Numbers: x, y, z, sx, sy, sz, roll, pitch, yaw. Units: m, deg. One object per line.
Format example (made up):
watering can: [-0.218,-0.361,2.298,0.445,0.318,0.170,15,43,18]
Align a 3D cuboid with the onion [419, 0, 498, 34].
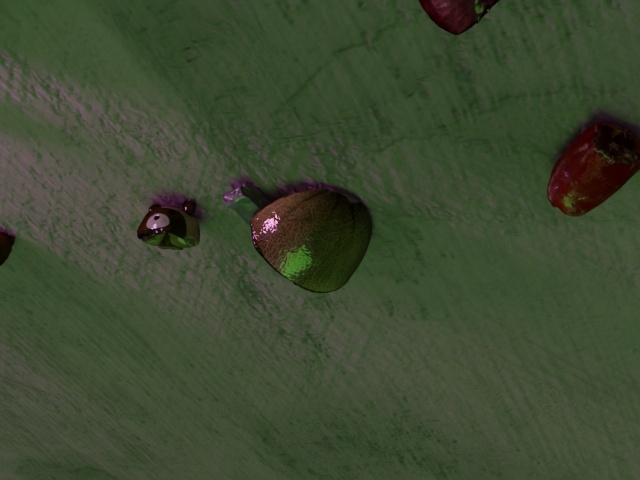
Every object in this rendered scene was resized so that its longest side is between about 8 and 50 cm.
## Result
onion: [0.144,-0.271,1.020,0.098,0.151,0.206,41,124,-10]

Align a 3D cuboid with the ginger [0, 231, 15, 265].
ginger: [-0.606,0.037,1.768,0.309,0.107,0.133,-22,117,36]

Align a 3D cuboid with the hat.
hat: [-0.199,-0.022,1.568,0.077,0.059,0.076,-14,153,43]

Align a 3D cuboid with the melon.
melon: [0.000,0.000,1.482,0.160,0.079,0.128,23,126,-22]

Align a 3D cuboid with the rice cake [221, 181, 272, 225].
rice cake: [-0.047,-0.007,1.549,0.043,0.034,0.211,-23,130,31]

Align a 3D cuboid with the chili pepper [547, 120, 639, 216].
chili pepper: [0.296,-0.077,1.292,0.070,0.073,0.123,56,144,15]
